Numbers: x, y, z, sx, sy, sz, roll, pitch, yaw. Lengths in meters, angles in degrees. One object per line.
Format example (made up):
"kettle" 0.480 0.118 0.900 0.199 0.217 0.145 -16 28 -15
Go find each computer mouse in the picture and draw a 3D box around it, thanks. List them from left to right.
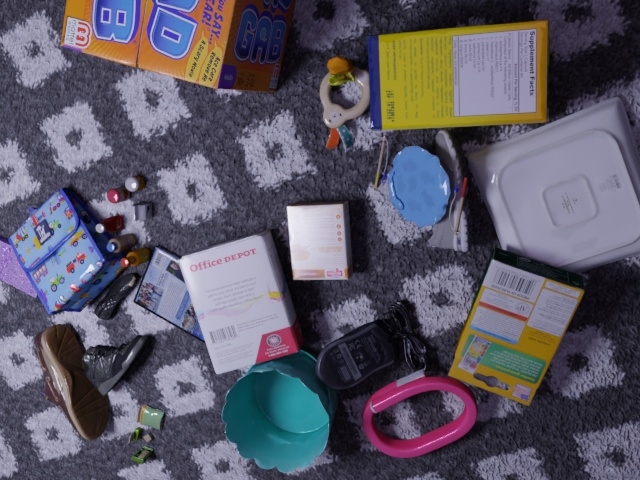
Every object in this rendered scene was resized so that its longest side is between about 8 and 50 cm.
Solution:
"computer mouse" 0.116 0.278 1.575 0.272 0.072 0.189 -22 91 -5

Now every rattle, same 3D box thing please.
"rattle" 0.046 -0.304 1.457 0.130 0.143 0.200 19 100 -8

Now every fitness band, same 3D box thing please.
"fitness band" 0.241 0.430 1.565 0.290 0.054 0.209 -31 110 20

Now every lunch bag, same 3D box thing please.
"lunch bag" -0.697 0.017 1.733 0.221 0.138 0.293 -43 77 10

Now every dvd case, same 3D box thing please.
"dvd case" -0.368 0.149 1.718 0.252 0.022 0.181 28 107 7

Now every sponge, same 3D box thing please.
"sponge" -0.882 0.069 1.834 0.210 0.031 0.117 23 106 9

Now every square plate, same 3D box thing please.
"square plate" 0.545 -0.090 1.410 0.343 0.049 0.348 -21 96 18

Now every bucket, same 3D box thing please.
"bucket" -0.090 0.418 1.614 0.280 0.183 0.281 3 102 14

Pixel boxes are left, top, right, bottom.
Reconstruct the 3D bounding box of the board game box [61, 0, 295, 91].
"board game box" -0.276 -0.540 1.376 0.356 0.356 0.357 18 106 11

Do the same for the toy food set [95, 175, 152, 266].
"toy food set" -0.516 -0.050 1.673 0.111 0.104 0.233 5 102 14

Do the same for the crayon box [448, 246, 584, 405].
"crayon box" 0.439 0.198 1.459 0.203 0.083 0.323 19 116 10

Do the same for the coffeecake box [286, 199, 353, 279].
"coffeecake box" 0.000 0.000 1.564 0.142 0.068 0.186 -1 101 15

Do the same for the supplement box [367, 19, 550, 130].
"supplement box" 0.292 -0.339 1.351 0.356 0.195 0.194 0 102 16

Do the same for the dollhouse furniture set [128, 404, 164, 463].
"dollhouse furniture set" -0.500 0.550 1.816 0.076 0.058 0.152 16 105 11

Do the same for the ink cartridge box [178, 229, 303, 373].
"ink cartridge box" -0.192 0.150 1.599 0.226 0.131 0.307 -15 95 7

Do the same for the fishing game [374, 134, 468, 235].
"fishing game" 0.224 -0.120 1.434 0.264 0.041 0.189 32 128 41

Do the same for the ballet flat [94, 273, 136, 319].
"ballet flat" -0.561 0.154 1.765 0.049 0.057 0.173 31 114 -36

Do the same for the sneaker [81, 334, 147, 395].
"sneaker" -0.582 0.321 1.776 0.130 0.087 0.227 43 114 -4

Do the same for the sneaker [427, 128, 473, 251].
"sneaker" 0.276 -0.109 1.450 0.115 0.105 0.282 -3 97 22

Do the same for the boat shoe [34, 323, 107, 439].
"boat shoe" -0.723 0.411 1.825 0.123 0.123 0.342 -21 95 32
